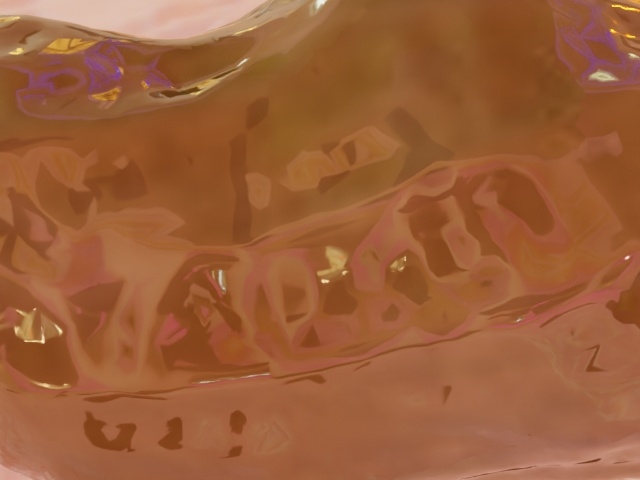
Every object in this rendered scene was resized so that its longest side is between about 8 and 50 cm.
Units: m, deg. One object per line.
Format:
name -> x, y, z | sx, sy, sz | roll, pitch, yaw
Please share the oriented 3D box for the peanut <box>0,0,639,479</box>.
peanut -> 0.001, 0.006, 0.448 | 0.340, 0.174, 0.158 | -11, 28, 5
